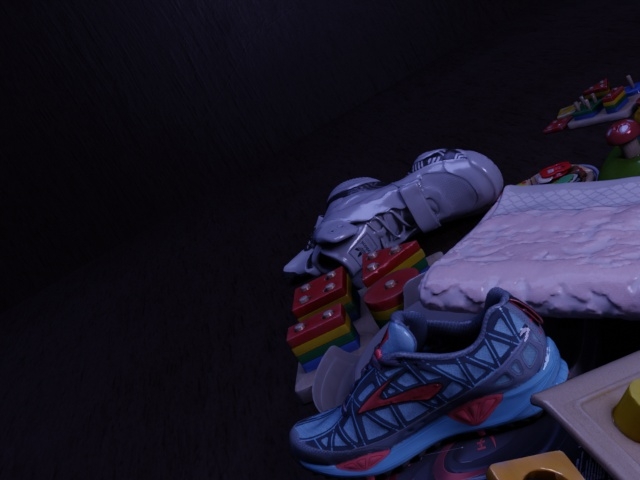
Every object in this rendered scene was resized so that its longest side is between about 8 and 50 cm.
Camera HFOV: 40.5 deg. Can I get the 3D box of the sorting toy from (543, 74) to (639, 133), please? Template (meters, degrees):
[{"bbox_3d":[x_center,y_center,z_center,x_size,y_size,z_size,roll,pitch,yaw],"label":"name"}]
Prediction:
[{"bbox_3d":[0.546,-0.272,1.662,0.132,0.046,0.275,-40,19,-31],"label":"sorting toy"}]

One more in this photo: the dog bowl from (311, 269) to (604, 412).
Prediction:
[{"bbox_3d":[0.165,0.136,1.012,0.349,0.102,0.348,-27,17,9],"label":"dog bowl"}]

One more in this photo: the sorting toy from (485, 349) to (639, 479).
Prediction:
[{"bbox_3d":[0.277,0.138,0.615,0.348,0.047,0.196,-13,40,-33],"label":"sorting toy"}]

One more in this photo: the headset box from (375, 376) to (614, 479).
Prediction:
[{"bbox_3d":[0.158,0.231,0.727,0.293,0.110,0.218,-20,19,29],"label":"headset box"}]

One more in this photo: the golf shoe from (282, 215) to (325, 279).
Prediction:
[{"bbox_3d":[0.000,0.000,1.712,0.198,0.093,0.077,-32,17,-3],"label":"golf shoe"}]

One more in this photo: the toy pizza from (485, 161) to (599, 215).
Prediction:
[{"bbox_3d":[0.360,-0.079,1.433,0.201,0.032,0.201,-27,17,9],"label":"toy pizza"}]

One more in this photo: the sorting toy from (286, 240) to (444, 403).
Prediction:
[{"bbox_3d":[0.070,0.098,1.309,0.256,0.089,0.257,-27,16,11],"label":"sorting toy"}]

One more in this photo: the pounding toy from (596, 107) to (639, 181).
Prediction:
[{"bbox_3d":[0.505,-0.154,1.273,0.237,0.110,0.183,-22,18,26],"label":"pounding toy"}]

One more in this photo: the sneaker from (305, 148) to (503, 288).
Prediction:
[{"bbox_3d":[0.133,-0.028,1.498,0.366,0.137,0.210,-12,34,39],"label":"sneaker"}]

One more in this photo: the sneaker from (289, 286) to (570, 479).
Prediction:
[{"bbox_3d":[0.078,0.119,0.779,0.262,0.125,0.104,-25,15,14],"label":"sneaker"}]

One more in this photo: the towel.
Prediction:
[{"bbox_3d":[0.311,-0.001,0.934,0.332,0.053,0.317,-2,22,30],"label":"towel"}]
